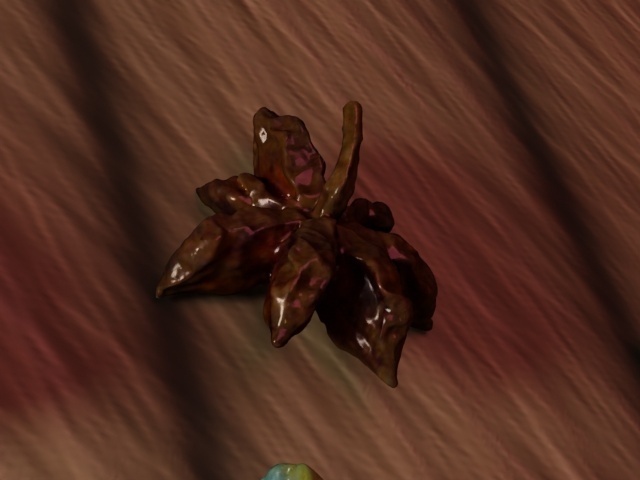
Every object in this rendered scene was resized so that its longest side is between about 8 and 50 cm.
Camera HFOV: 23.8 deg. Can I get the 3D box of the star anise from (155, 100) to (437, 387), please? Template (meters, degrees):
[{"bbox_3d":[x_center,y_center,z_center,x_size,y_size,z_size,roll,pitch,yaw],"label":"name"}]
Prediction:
[{"bbox_3d":[-0.005,0.004,1.001,0.196,0.111,0.212,-34,82,-37],"label":"star anise"}]

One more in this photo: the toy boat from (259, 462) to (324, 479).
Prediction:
[{"bbox_3d":[-0.012,0.248,0.782,0.084,0.111,0.276,25,42,-18],"label":"toy boat"}]
